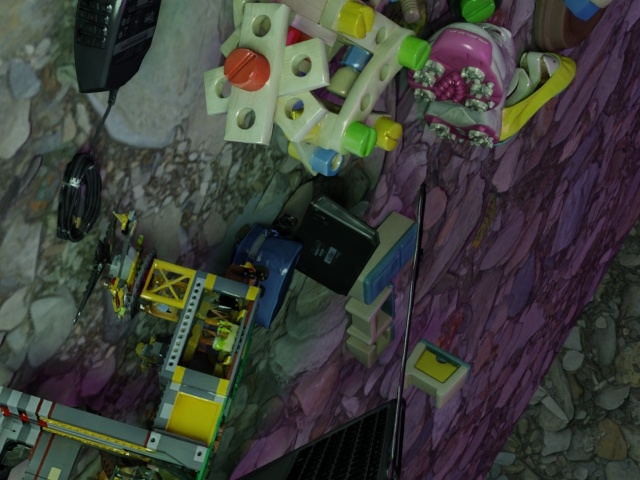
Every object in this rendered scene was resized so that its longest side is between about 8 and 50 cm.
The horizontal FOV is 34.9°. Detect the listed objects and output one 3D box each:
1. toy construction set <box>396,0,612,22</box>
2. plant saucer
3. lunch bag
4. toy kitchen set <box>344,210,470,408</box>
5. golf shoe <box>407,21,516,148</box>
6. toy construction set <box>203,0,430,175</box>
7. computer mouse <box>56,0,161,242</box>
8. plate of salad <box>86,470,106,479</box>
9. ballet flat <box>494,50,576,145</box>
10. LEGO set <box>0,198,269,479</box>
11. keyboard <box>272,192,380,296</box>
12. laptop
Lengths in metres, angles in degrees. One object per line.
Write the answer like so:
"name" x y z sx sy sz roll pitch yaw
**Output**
"toy construction set" 0.218 -0.397 1.011 0.309 0.257 0.237 112 -25 -52
"plant saucer" 0.403 -0.407 1.523 0.278 0.041 0.278 -45 151 -34
"lunch bag" -0.064 0.032 1.036 0.067 0.065 0.098 -58 168 -65
"toy kitchen set" 0.133 0.097 1.363 0.122 0.166 0.207 -47 152 -28
"golf shoe" 0.176 -0.211 1.206 0.306 0.115 0.140 51 58 -77
"toy construction set" -0.011 -0.162 0.864 0.215 0.151 0.327 -65 166 8
"computer mouse" -0.167 -0.103 0.744 0.071 0.041 0.242 -51 164 -62
"plate of salad" -0.202 0.284 1.053 0.200 0.048 0.200 -55 156 -40
"ballet flat" 0.302 -0.228 1.478 0.231 0.077 0.077 -44 134 -30
"LEGO set" -0.180 0.150 0.837 0.255 0.192 0.331 107 -1 -69
"keyboard" 0.000 0.000 1.063 0.023 0.108 0.180 -59 178 -24
"laptop" -0.014 0.138 1.084 0.407 0.236 0.382 -28 179 6
